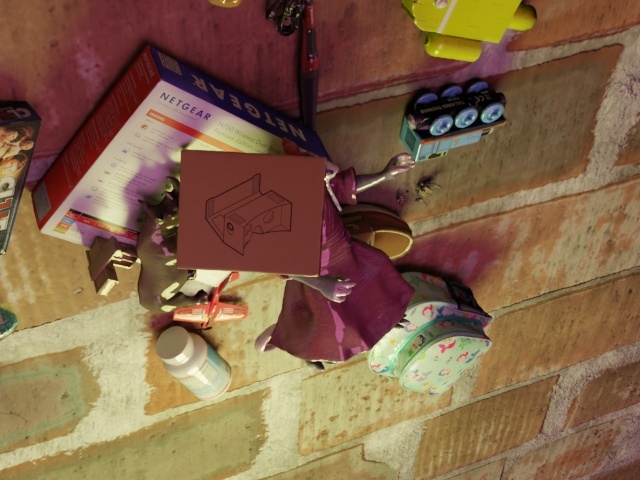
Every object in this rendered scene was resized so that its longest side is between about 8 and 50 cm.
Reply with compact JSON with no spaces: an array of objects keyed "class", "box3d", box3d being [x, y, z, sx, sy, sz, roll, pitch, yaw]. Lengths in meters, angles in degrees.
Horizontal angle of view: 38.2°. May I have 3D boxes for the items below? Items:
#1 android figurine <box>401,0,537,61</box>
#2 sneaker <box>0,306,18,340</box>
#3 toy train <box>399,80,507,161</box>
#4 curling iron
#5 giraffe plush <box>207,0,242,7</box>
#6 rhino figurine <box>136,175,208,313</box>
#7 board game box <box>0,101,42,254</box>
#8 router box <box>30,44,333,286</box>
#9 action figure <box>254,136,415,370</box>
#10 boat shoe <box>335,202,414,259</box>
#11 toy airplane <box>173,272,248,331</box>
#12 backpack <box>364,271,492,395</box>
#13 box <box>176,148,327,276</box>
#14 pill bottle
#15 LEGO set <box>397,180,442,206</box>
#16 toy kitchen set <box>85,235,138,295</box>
[{"class":"android figurine","box3d":[0.231,-0.383,1.371,0.272,0.056,0.248,1,131,-34]},{"class":"sneaker","box3d":[-0.552,0.160,1.463,0.166,0.065,0.076,-24,156,-3]},{"class":"toy train","box3d":[0.222,-0.199,1.537,0.184,0.080,0.105,-16,146,-20]},{"class":"curling iron","box3d":[-0.030,-0.259,1.359,0.068,0.035,0.274,-6,143,4]},{"class":"giraffe plush","box3d":[-0.121,-0.405,1.068,0.170,0.181,0.210,33,102,-38]},{"class":"rhino figurine","box3d":[-0.217,0.010,1.339,0.106,0.073,0.243,-19,135,-29]},{"class":"board game box","box3d":[-0.476,-0.065,1.235,0.165,0.042,0.243,-21,146,-49]},{"class":"router box","box3d":[-0.199,-0.091,1.373,0.335,0.082,0.301,23,121,-43]},{"class":"action figure","box3d":[0.000,0.000,1.408,0.248,0.275,0.370,-47,126,-35]},{"class":"boat shoe","box3d":[0.023,0.014,1.596,0.323,0.120,0.123,0,131,-30]},{"class":"toy airplane","box3d":[-0.189,0.106,1.634,0.151,0.028,0.151,-18,138,-16]},{"class":"backpack","box3d":[0.194,0.182,1.828,0.253,0.191,0.225,23,118,-38]},{"class":"box","box3d":[-0.094,-0.037,1.259,0.201,0.021,0.165,4,94,8]},{"class":"pill bottle","box3d":[-0.231,0.222,1.681,0.087,0.087,0.160,-32,139,2]},{"class":"LEGO set","box3d":[0.176,-0.089,1.664,0.083,0.023,0.054,-2,131,-11]},{"class":"toy kitchen set","box3d":[-0.283,0.031,1.329,0.075,0.083,0.068,17,126,-41]}]
